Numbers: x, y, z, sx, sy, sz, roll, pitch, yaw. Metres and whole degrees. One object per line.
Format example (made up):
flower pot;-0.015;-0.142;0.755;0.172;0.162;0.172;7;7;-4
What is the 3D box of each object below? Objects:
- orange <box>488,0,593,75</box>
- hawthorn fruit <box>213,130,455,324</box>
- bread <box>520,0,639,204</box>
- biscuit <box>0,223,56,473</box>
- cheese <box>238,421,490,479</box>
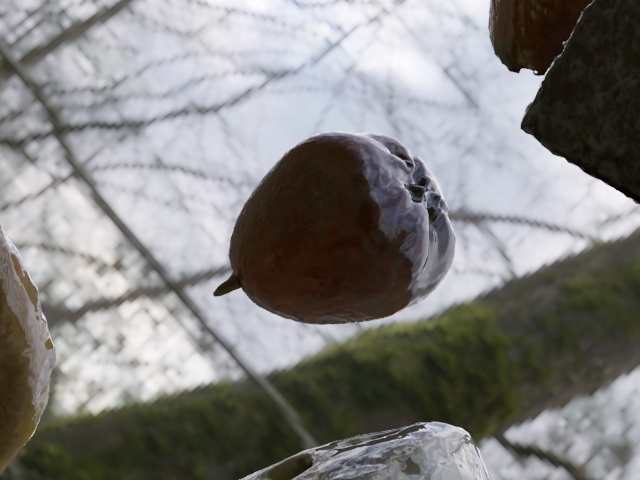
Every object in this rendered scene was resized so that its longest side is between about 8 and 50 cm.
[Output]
orange;0.258;-0.173;1.182;0.274;0.274;0.310;51;-29;-10
hawthorn fruit;0.000;0.000;1.772;0.199;0.251;0.199;45;32;-39
bread;0.313;-0.024;0.930;0.417;0.165;0.113;32;11;22
biscuit;-0.444;0.089;1.594;0.429;0.446;0.104;52;26;-13
cheese;-0.053;0.230;1.270;0.351;0.328;0.129;-14;-80;43
